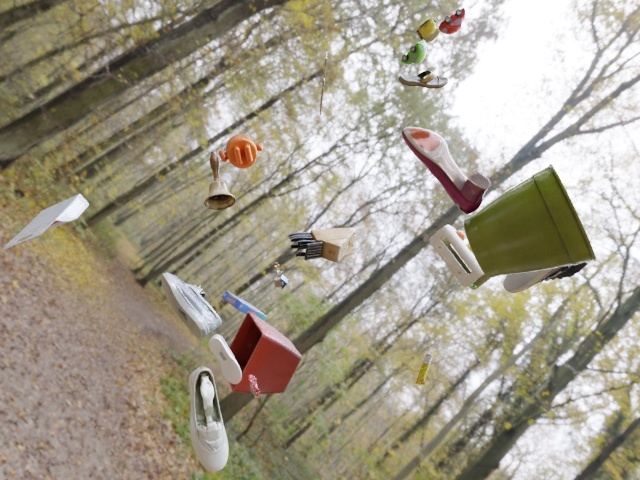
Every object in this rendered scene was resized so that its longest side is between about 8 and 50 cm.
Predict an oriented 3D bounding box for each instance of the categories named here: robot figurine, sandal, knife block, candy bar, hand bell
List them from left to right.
[{"bbox_3d":[-0.423,-0.259,2.011,0.126,0.126,0.242,91,-13,-67],"label":"hand bell"},{"bbox_3d":[-0.331,-0.373,2.059,0.128,0.158,0.219,39,8,-22],"label":"robot figurine"},{"bbox_3d":[0.000,0.000,2.193,0.242,0.276,0.088,20,-58,19],"label":"knife block"},{"bbox_3d":[0.362,-0.565,1.719,0.072,0.180,0.049,-95,-169,-49],"label":"sandal"},{"bbox_3d":[0.448,0.545,2.114,0.040,0.161,0.018,-4,-51,38],"label":"candy bar"}]

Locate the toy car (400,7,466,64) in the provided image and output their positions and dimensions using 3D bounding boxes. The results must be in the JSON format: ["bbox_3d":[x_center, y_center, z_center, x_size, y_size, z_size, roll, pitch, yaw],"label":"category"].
[{"bbox_3d":[0.349,-0.638,1.598,0.053,0.239,0.225,56,-36,3],"label":"toy car"}]

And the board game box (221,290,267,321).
[{"bbox_3d":[-0.401,0.353,2.621,0.160,0.047,0.210,25,-10,46],"label":"board game box"}]

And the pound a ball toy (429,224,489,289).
[{"bbox_3d":[0.622,0.056,2.171,0.208,0.136,0.319,18,35,-53],"label":"pound a ball toy"}]

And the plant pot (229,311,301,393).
[{"bbox_3d":[-0.241,0.506,2.134,0.236,0.267,0.267,26,2,-25],"label":"plant pot"}]

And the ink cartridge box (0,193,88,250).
[{"bbox_3d":[-0.886,-0.044,1.602,0.066,0.189,0.232,58,26,-34],"label":"ink cartridge box"}]

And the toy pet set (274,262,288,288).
[{"bbox_3d":[-0.192,0.184,2.473,0.114,0.065,0.122,-83,168,-69],"label":"toy pet set"}]

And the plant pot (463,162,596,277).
[{"bbox_3d":[0.719,-0.032,1.760,0.366,0.353,0.366,46,30,-36],"label":"plant pot"}]

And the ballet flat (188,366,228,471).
[{"bbox_3d":[-0.442,0.688,1.933,0.139,0.139,0.400,91,-15,-67],"label":"ballet flat"}]

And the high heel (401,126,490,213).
[{"bbox_3d":[0.421,-0.246,1.774,0.377,0.127,0.181,46,-25,18],"label":"high heel"}]

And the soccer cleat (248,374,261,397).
[{"bbox_3d":[-0.236,0.515,1.745,0.035,0.029,0.083,-47,-116,40],"label":"soccer cleat"}]

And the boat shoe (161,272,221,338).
[{"bbox_3d":[-0.339,0.161,1.301,0.227,0.081,0.079,43,-42,30],"label":"boat shoe"}]

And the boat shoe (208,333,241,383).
[{"bbox_3d":[-0.325,0.406,1.703,0.184,0.066,0.063,57,8,-9],"label":"boat shoe"}]

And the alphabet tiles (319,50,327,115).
[{"bbox_3d":[0.013,-0.702,2.193,0.198,0.009,0.237,-88,-176,-55],"label":"alphabet tiles"}]

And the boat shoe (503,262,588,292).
[{"bbox_3d":[0.948,0.137,2.076,0.158,0.127,0.340,27,-49,-22],"label":"boat shoe"}]
